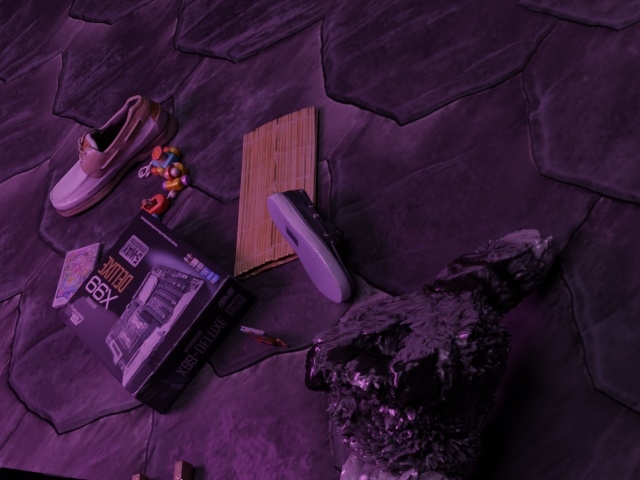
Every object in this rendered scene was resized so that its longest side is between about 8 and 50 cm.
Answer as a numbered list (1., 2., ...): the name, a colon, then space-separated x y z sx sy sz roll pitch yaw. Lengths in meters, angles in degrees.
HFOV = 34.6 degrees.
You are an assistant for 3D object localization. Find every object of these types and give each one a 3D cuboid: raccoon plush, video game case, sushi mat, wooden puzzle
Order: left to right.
1. video game case: -0.457 0.066 1.935 0.087 0.011 0.122 -15 51 29
2. wooden puzzle: -0.088 0.146 1.552 0.083 0.049 0.006 8 67 42
3. sushi mat: -0.072 -0.087 1.737 0.151 0.019 0.316 -19 49 26
4. raccoon plush: 0.185 0.209 1.250 0.446 0.299 0.216 -26 19 -25

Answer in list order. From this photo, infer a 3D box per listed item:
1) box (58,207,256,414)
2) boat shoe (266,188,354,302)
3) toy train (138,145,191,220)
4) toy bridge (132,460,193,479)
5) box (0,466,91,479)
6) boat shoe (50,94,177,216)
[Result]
1. box: -0.280 0.109 1.713 0.242 0.076 0.307 -51 43 -5
2. boat shoe: 0.000 0.000 1.579 0.076 0.080 0.228 -22 48 -20
3. toy train: -0.307 -0.113 1.924 0.125 0.046 0.166 -34 44 13
4. toy bridge: -0.272 0.382 1.539 0.188 0.026 0.063 -22 49 26
5. box: -0.369 0.437 1.387 0.322 0.257 0.079 43 106 44
6. boat shoe: -0.429 -0.173 2.023 0.302 0.103 0.113 -40 43 7
